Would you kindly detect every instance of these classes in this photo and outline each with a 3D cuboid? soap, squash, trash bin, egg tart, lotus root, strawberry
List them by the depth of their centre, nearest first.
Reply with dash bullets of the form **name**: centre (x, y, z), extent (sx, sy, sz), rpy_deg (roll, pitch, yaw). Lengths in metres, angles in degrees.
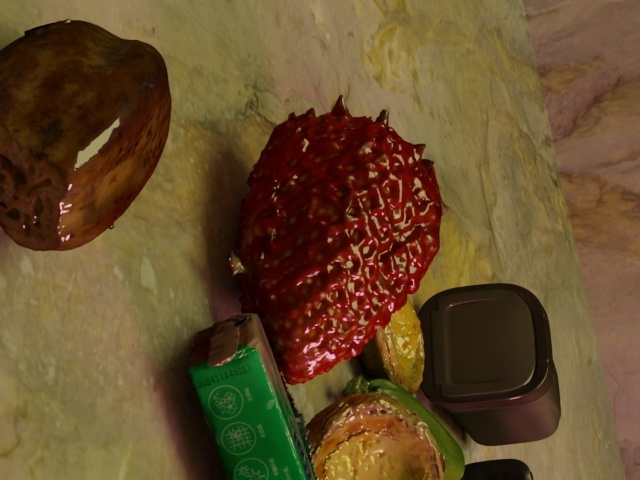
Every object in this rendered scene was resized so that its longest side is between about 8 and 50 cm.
- **lotus root**: centre (-0.244, -0.117, 1.437), extent (0.193, 0.193, 0.291), rpy_deg (67, 26, -23)
- **soap**: centre (-0.072, 0.227, 1.697), extent (0.218, 0.098, 0.273), rpy_deg (-83, 154, -78)
- **strawberry**: centre (-0.002, -0.001, 1.868), extent (0.343, 0.292, 0.292), rpy_deg (-54, 129, -47)
- **egg tart**: centre (0.059, 0.301, 1.932), extent (0.090, 0.212, 0.213), rpy_deg (177, -101, -79)
- **squash**: centre (0.129, 0.287, 2.208), extent (0.379, 0.101, 0.101), rpy_deg (48, 35, -51)
- **egg tart**: centre (0.102, 0.151, 2.252), extent (0.191, 0.074, 0.191), rpy_deg (-13, 90, -70)
- **trash bin**: centre (0.299, 0.226, 2.538), extent (0.250, 0.219, 0.220), rpy_deg (58, 29, -54)

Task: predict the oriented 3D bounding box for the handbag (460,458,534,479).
- **handbag**: centre (0.283, 0.482, 2.373), extent (0.181, 0.181, 0.254), rpy_deg (56, 28, -57)
